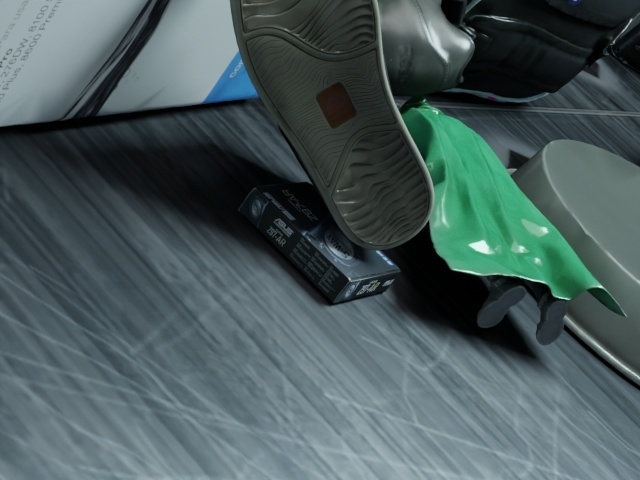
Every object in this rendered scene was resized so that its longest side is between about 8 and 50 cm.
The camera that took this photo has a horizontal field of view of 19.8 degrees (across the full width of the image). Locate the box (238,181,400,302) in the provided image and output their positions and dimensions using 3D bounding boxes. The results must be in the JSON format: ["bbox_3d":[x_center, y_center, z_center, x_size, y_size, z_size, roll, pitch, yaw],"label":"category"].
[{"bbox_3d":[0.000,0.000,1.078,0.083,0.018,0.067,44,23,19],"label":"box"}]

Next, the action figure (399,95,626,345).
[{"bbox_3d":[0.097,-0.026,1.210,0.137,0.063,0.232,20,28,-31],"label":"action figure"}]

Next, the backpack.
[{"bbox_3d":[0.159,-0.226,1.482,0.253,0.225,0.191,12,38,-52],"label":"backpack"}]

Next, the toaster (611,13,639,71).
[{"bbox_3d":[0.419,-0.225,1.884,0.168,0.185,0.110,29,58,-13],"label":"toaster"}]

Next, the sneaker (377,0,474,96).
[{"bbox_3d":[0.038,-0.197,1.345,0.130,0.109,0.286,4,46,-13],"label":"sneaker"}]

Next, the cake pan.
[{"bbox_3d":[0.250,0.028,1.337,0.293,0.054,0.293,30,24,-15],"label":"cake pan"}]

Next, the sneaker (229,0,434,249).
[{"bbox_3d":[-0.011,-0.106,1.064,0.118,0.083,0.222,51,-16,60],"label":"sneaker"}]

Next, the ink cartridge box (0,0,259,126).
[{"bbox_3d":[-0.182,-0.217,1.049,0.285,0.166,0.395,43,24,15],"label":"ink cartridge box"}]
